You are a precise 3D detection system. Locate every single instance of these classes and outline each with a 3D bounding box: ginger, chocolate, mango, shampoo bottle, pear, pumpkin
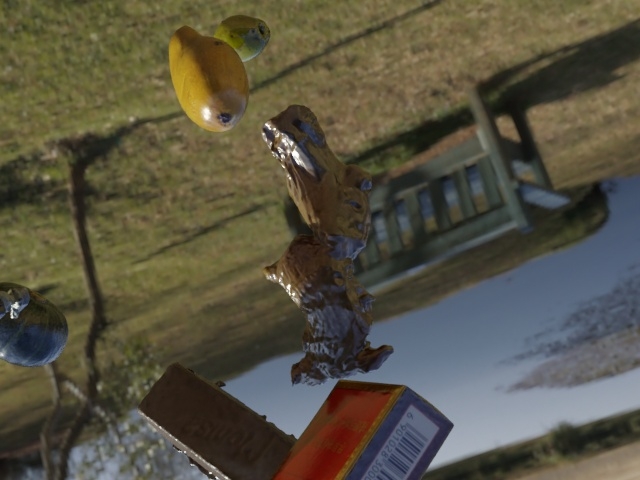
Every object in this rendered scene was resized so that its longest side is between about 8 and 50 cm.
[{"bbox_3d":[0.000,0.002,1.075,0.122,0.290,0.084,-11,170,17],"label":"ginger"},{"bbox_3d":[-0.097,0.253,1.256,0.112,0.321,0.112,-54,136,-11],"label":"chocolate"},{"bbox_3d":[-0.223,-0.324,2.069,0.120,0.295,0.177,-2,124,-22],"label":"mango"},{"bbox_3d":[-0.490,0.101,1.428,0.063,0.057,0.207,-47,163,30],"label":"shampoo bottle"},{"bbox_3d":[-0.174,-0.440,2.253,0.131,0.107,0.107,-25,162,29],"label":"pear"},{"bbox_3d":[-0.502,0.142,1.731,0.167,0.125,0.167,25,169,5],"label":"pumpkin"}]

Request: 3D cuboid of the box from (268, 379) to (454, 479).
[{"bbox_3d":[0.002,0.239,0.927,0.240,0.074,0.153,-53,-162,-18],"label":"box"}]
